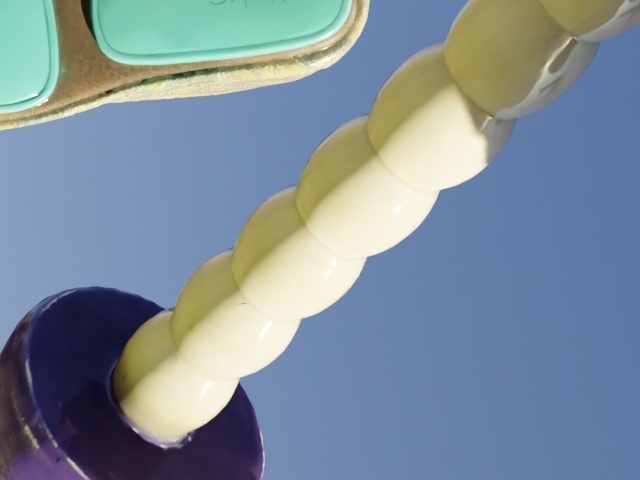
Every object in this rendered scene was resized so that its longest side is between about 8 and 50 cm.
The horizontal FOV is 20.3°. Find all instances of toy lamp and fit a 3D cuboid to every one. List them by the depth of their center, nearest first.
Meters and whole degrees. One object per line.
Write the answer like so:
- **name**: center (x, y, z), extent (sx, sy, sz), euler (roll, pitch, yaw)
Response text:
- **toy lamp**: center (0.000, 0.000, 0.411), extent (0.274, 0.080, 0.080), euler (-44, -122, 34)

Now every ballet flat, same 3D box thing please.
- **ballet flat**: center (-0.145, -0.126, 1.053), extent (0.123, 0.348, 0.123), euler (175, -90, -86)
